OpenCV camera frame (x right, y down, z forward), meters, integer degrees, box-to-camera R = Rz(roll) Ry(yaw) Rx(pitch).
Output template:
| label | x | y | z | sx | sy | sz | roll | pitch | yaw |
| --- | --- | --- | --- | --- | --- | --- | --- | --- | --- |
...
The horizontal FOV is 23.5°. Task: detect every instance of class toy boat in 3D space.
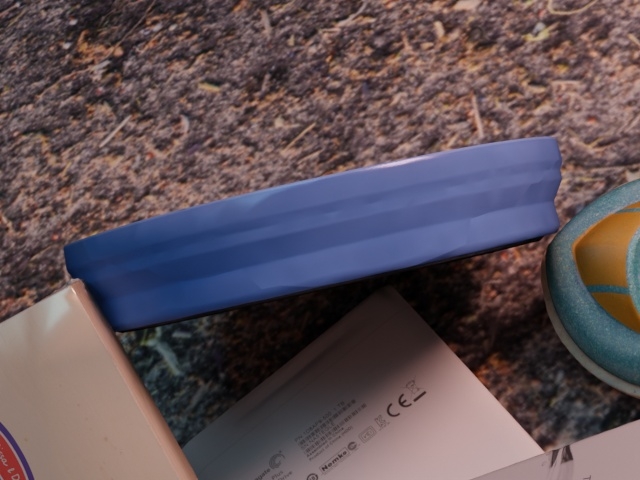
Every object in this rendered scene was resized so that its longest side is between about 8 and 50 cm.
| label | x | y | z | sx | sy | sz | roll | pitch | yaw |
| --- | --- | --- | --- | --- | --- | --- | --- | --- | --- |
| toy boat | 0.294 | -0.031 | 1.154 | 0.267 | 0.148 | 0.318 | 6 | 71 | 36 |

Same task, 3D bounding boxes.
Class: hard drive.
| label | x | y | z | sx | sy | sz | roll | pitch | yaw |
| --- | --- | --- | --- | --- | --- | --- | --- | --- | --- |
| hard drive | 0.063 | 0.215 | 1.192 | 0.233 | 0.047 | 0.353 | -38 | 48 | -3 |

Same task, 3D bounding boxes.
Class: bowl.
| label | x | y | z | sx | sy | sz | roll | pitch | yaw |
| --- | --- | --- | --- | --- | --- | --- | --- | --- | --- |
| bowl | 0.000 | 0.000 | 1.195 | 0.391 | 0.391 | 0.077 | -13 | 89 | 18 |

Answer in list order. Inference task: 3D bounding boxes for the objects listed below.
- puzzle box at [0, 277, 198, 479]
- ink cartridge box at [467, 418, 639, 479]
| label | x | y | z | sx | sy | sz | roll | pitch | yaw |
| --- | --- | --- | --- | --- | --- | --- | --- | --- | --- |
| puzzle box | -0.189 | 0.265 | 1.102 | 0.272 | 0.052 | 0.409 | -28 | 93 | 6 |
| ink cartridge box | 0.144 | 0.241 | 0.928 | 0.289 | 0.121 | 0.211 | -26 | 27 | 34 |
